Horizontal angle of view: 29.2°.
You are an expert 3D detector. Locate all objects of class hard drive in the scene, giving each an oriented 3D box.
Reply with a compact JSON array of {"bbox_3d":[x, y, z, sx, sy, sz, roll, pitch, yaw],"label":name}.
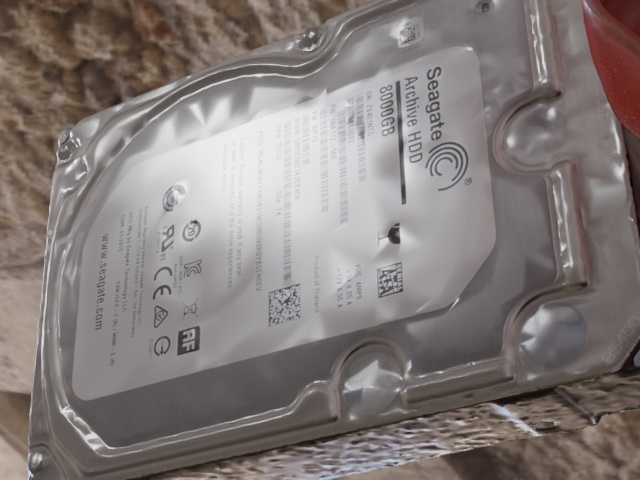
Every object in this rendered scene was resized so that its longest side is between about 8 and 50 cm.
[{"bbox_3d":[0.000,0.000,0.622,0.064,0.339,0.236,38,-136,-50],"label":"hard drive"}]

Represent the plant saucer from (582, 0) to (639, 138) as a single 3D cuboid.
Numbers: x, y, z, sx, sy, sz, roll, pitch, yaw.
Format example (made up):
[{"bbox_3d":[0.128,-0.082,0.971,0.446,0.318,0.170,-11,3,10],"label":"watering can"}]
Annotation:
[{"bbox_3d":[0.237,-0.038,0.455,0.258,0.047,0.259,40,-135,11],"label":"plant saucer"}]
